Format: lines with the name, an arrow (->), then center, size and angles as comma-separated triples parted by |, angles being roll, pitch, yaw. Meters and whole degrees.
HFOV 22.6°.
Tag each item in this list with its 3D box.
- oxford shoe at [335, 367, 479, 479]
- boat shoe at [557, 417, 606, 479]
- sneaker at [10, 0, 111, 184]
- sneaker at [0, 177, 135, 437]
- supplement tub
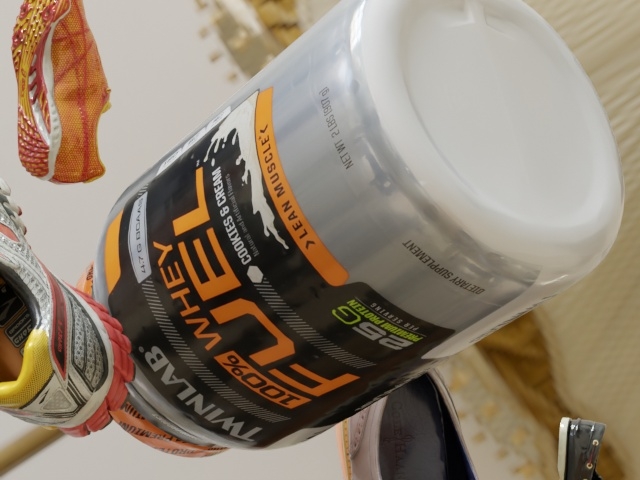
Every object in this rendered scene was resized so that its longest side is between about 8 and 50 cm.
oxford shoe -> 0.085, 0.273, 1.353 | 0.133, 0.130, 0.363 | 136, -58, -77
boat shoe -> 0.228, 0.219, 1.397 | 0.049, 0.042, 0.133 | -46, 139, -68
sneaker -> -0.190, -0.125, 1.194 | 0.067, 0.064, 0.175 | 7, 79, -43
sneaker -> -0.192, 0.009, 0.834 | 0.225, 0.088, 0.093 | 39, 5, 22
supplement tub -> 0.000, 0.000, 0.914 | 0.194, 0.316, 0.193 | 22, 50, -30
